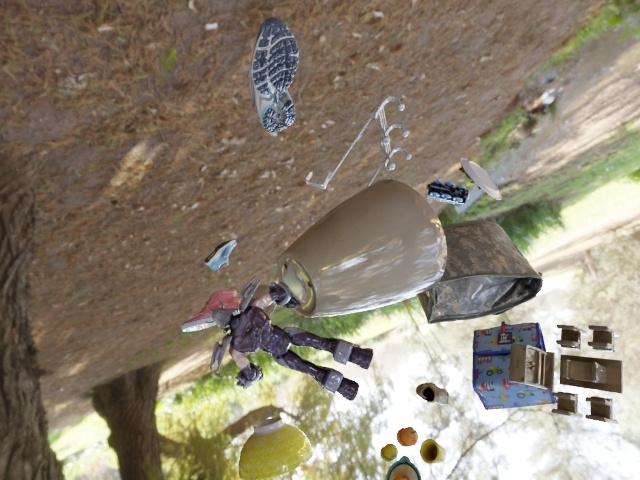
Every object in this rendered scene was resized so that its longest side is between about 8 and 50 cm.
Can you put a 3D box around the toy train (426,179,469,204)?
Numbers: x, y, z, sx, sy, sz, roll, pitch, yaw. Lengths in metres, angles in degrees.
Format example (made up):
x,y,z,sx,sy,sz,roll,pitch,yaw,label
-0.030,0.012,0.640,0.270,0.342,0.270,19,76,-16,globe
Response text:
x,y,z,sx,sy,sz,roll,pitch,yaw,label
0.547,-0.205,1.957,0.183,0.080,0.105,15,171,17,toy train

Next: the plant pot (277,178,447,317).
x,y,z,sx,sy,sz,roll,pitch,yaw,label
0.060,0.039,0.902,0.273,0.257,0.256,-23,168,-32,plant pot

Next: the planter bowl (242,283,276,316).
x,y,z,sx,sy,sz,roll,pitch,yaw,label
-0.244,0.241,1.814,0.162,0.109,0.162,-58,167,-22,planter bowl

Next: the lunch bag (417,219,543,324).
x,y,z,sx,sy,sz,roll,pitch,yaw,label
0.382,0.071,1.159,0.286,0.235,0.169,-7,125,-3,lunch bag

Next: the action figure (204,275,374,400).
x,y,z,sx,sy,sz,roll,pitch,yaw,label
-0.061,0.175,0.761,0.186,0.284,0.099,-65,-174,-1,action figure

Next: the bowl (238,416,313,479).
x,y,z,sx,sy,sz,roll,pitch,yaw,label
-0.183,0.763,1.713,0.289,0.156,0.289,-14,172,-2,bowl

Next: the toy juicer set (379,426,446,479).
x,y,z,sx,sy,sz,roll,pitch,yaw,label
0.236,0.737,1.416,0.089,0.329,0.209,33,174,-35,toy juicer set

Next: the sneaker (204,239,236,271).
x,y,z,sx,sy,sz,roll,pitch,yaw,label
-0.388,0.060,1.805,0.063,0.073,0.162,-7,-146,46,sneaker

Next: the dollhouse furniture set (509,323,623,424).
x,y,z,sx,sy,sz,roll,pitch,yaw,label
0.633,0.331,1.145,0.160,0.213,0.242,21,162,-35,dollhouse furniture set

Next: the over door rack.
x,y,z,sx,sy,sz,roll,pitch,yaw,label
0.129,-0.190,1.224,0.324,0.108,0.240,-47,151,-10,over door rack

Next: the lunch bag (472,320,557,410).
x,y,z,sx,sy,sz,roll,pitch,yaw,label
0.627,0.388,1.502,0.220,0.138,0.293,-18,-149,28,lunch bag

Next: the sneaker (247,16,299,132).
x,y,z,sx,sy,sz,roll,pitch,yaw,label
-0.127,-0.379,1.030,0.110,0.122,0.283,-24,154,-21,sneaker

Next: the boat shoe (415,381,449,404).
x,y,z,sx,sy,sz,roll,pitch,yaw,label
0.285,0.400,1.200,0.045,0.050,0.135,11,166,-16,boat shoe

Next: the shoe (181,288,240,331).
x,y,z,sx,sy,sz,roll,pitch,yaw,label
-0.315,0.198,1.301,0.177,0.081,0.063,-15,161,-19,shoe

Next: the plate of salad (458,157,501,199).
x,y,z,sx,sy,sz,roll,pitch,yaw,label
0.554,-0.212,1.591,0.199,0.200,0.048,-5,145,-50,plate of salad
